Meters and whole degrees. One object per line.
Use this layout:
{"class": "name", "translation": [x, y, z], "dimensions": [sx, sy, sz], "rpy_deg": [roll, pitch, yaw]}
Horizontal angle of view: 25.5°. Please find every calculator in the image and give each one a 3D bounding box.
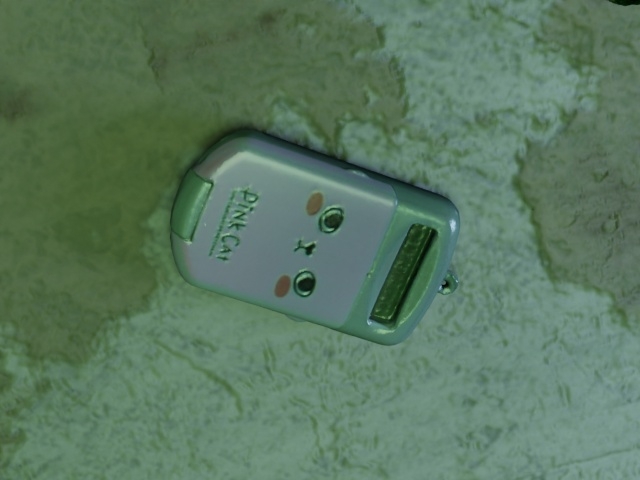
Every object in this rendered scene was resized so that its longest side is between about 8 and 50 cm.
{"class": "calculator", "translation": [0.000, 0.000, 1.143], "dimensions": [0.246, 0.045, 0.141], "rpy_deg": [19, 111, -14]}

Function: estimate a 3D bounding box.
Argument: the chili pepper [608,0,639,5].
{"class": "chili pepper", "translation": [0.202, -0.237, 1.054], "dimensions": [0.073, 0.050, 0.182], "rpy_deg": [-39, 110, 19]}
